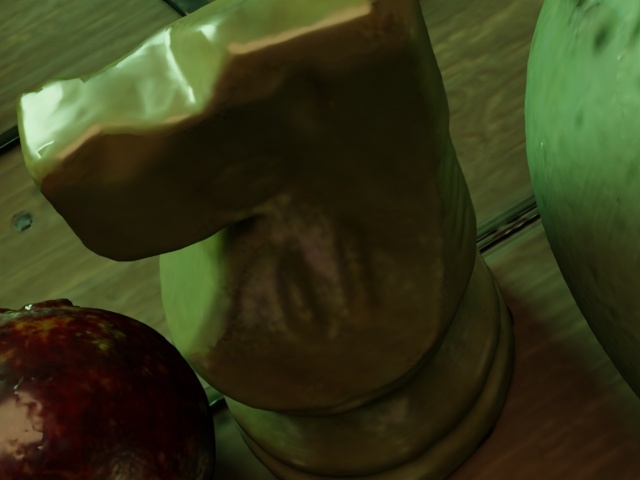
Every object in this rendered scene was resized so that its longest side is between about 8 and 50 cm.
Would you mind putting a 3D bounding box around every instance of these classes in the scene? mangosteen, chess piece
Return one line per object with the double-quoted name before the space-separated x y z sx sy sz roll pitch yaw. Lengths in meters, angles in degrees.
"mangosteen" -0.118 0.115 0.579 0.156 0.146 0.181 -7 102 -21
"chess piece" 0.000 0.000 0.509 0.137 0.301 0.137 -4 65 9

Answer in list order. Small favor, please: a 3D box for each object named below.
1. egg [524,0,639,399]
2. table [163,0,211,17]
"egg" 0.243 -0.010 0.472 0.287 0.287 0.379 -44 50 -11
"table" -0.071 -0.297 0.719 0.272 0.222 0.335 -42 62 -12
